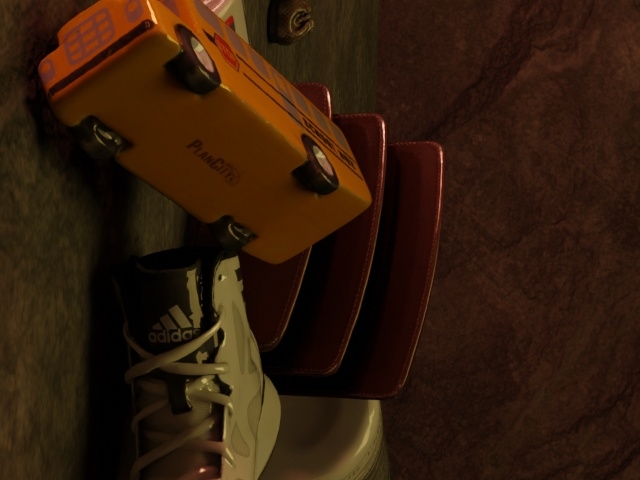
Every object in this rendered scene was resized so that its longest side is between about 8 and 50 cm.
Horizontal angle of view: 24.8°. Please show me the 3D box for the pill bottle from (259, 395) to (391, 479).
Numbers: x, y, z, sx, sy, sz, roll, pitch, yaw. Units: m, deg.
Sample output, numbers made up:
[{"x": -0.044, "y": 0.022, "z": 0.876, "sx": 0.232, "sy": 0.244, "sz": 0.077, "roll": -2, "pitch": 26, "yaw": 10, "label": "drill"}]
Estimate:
[{"x": -0.020, "y": 0.259, "z": 1.724, "sx": 0.361, "sy": 0.204, "sz": 0.204, "roll": 77, "pitch": 17, "yaw": -61, "label": "pill bottle"}]

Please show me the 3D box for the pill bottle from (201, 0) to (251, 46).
[{"x": -0.112, "y": -0.157, "z": 1.249, "sx": 0.180, "sy": 0.108, "sz": 0.108, "roll": 82, "pitch": 13, "yaw": -54, "label": "pill bottle"}]

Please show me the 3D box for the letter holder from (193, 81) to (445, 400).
[{"x": 0.000, "y": 0.000, "z": 1.521, "sx": 0.152, "sy": 0.214, "sz": 0.301, "roll": 47, "pitch": 49, "yaw": -56, "label": "letter holder"}]

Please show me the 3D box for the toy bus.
[{"x": -0.083, "y": -0.092, "z": 1.140, "sx": 0.333, "sy": 0.108, "sz": 0.130, "roll": 38, "pitch": 26, "yaw": -52, "label": "toy bus"}]

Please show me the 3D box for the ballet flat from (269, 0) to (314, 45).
[{"x": -0.026, "y": -0.361, "z": 2.000, "sx": 0.084, "sy": 0.058, "sz": 0.249, "roll": 85, "pitch": 11, "yaw": -49, "label": "ballet flat"}]

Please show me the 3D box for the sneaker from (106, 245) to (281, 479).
[{"x": -0.131, "y": 0.164, "z": 1.179, "sx": 0.447, "sy": 0.169, "sz": 0.257, "roll": -90, "pitch": 169, "yaw": -56, "label": "sneaker"}]
